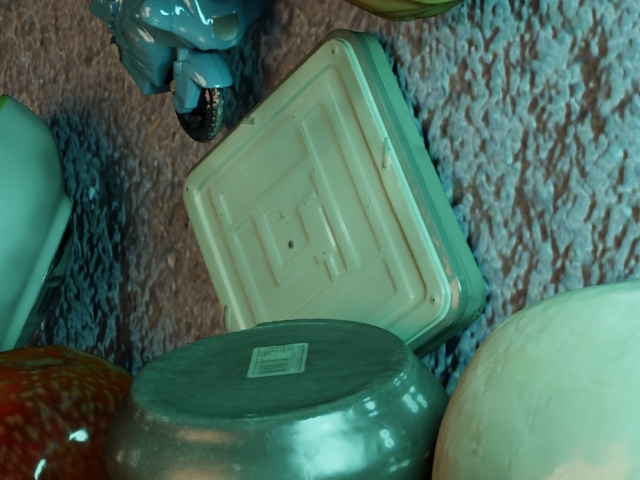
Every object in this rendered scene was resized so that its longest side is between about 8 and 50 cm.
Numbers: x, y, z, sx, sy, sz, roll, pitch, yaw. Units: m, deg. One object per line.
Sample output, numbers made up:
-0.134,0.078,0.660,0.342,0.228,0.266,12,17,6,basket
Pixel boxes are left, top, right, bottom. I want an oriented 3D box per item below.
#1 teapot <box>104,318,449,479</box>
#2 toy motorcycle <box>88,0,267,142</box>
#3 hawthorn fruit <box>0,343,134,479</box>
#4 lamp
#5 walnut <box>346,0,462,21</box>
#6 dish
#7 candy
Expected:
-0.028,0.247,1.351,0.300,0.253,0.344,-144,46,-66,teapot
-0.145,-0.225,1.580,0.272,0.123,0.182,51,138,34,toy motorcycle
-0.254,0.227,1.620,0.300,0.275,0.275,39,120,44,hawthorn fruit
0.000,0.000,1.471,0.269,0.047,0.266,-41,62,42,lamp
0.045,-0.282,1.282,0.225,0.225,0.261,-42,77,42,walnut
-0.317,0.028,1.741,0.324,0.124,0.324,-157,90,-81,dish
0.184,0.163,1.160,0.295,0.185,0.295,-5,84,54,candy
